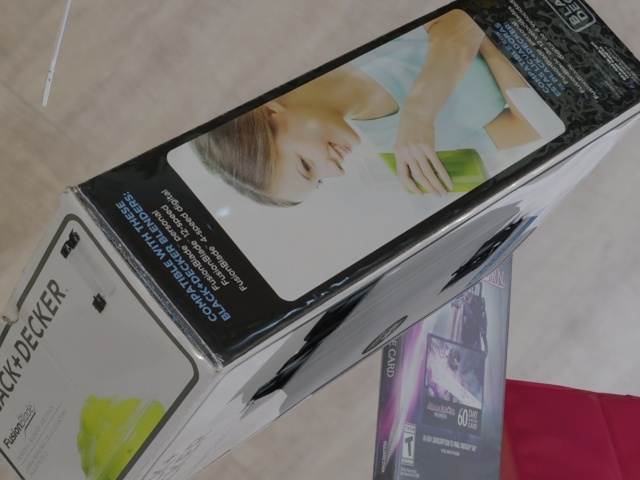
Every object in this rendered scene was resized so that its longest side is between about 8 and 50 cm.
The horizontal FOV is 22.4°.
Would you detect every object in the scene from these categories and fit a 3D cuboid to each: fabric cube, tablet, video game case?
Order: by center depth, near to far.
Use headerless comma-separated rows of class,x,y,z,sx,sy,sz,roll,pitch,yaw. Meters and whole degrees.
tablet,-0.197,-0.147,1.211,0.006,0.083,0.054,13,144,-10
video game case,0.106,0.074,1.333,0.196,0.026,0.274,22,71,-58
fabric cube,0.291,0.339,1.771,0.259,0.258,0.254,7,128,-13

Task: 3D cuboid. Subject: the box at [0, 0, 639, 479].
box,0.000,0.000,0.694,0.290,0.087,0.169,-30,166,-41
